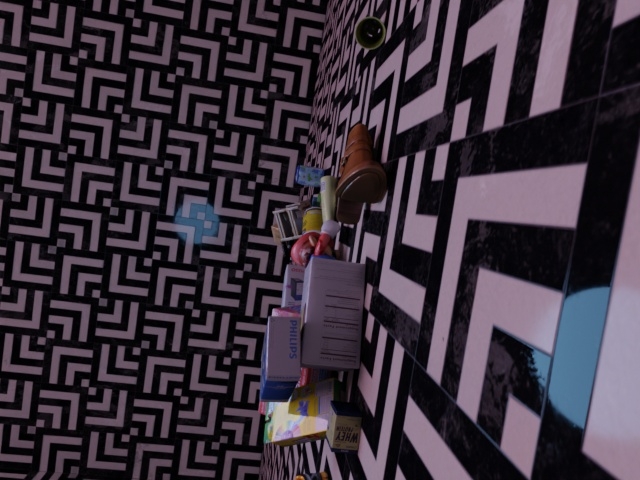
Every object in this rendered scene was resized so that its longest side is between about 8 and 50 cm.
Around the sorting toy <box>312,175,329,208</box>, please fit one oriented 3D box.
[{"bbox_3d":[-0.022,-0.116,2.149,0.196,0.047,0.348,-82,5,-49],"label":"sorting toy"}]

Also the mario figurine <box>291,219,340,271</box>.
[{"bbox_3d":[0.030,0.072,1.480,0.198,0.170,0.320,-43,30,11],"label":"mario figurine"}]

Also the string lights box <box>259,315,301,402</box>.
[{"bbox_3d":[-0.095,0.284,1.163,0.260,0.076,0.133,107,164,-59],"label":"string lights box"}]

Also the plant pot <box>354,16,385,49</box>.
[{"bbox_3d":[0.140,-0.577,1.368,0.079,0.083,0.083,-71,-5,-57],"label":"plant pot"}]

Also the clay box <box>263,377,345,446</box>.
[{"bbox_3d":[-0.042,0.430,1.233,0.222,0.053,0.128,-25,45,31],"label":"clay box"}]

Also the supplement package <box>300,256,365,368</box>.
[{"bbox_3d":[0.023,0.180,1.187,0.139,0.133,0.244,117,160,-70],"label":"supplement package"}]

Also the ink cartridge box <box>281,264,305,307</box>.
[{"bbox_3d":[-0.049,0.196,1.655,0.093,0.154,0.213,107,169,-51],"label":"ink cartridge box"}]

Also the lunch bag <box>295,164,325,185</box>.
[{"bbox_3d":[-0.051,-0.296,2.316,0.151,0.128,0.096,157,122,-84],"label":"lunch bag"}]

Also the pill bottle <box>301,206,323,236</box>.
[{"bbox_3d":[-0.019,-0.029,1.871,0.103,0.103,0.184,106,169,-49],"label":"pill bottle"}]

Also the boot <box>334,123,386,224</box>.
[{"bbox_3d":[0.101,-0.184,1.186,0.283,0.109,0.220,97,-177,-71],"label":"boot"}]

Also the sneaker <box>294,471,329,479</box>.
[{"bbox_3d":[-0.017,0.642,1.199,0.215,0.083,0.084,-131,51,-79],"label":"sneaker"}]

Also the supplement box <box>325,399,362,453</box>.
[{"bbox_3d":[0.048,0.395,1.055,0.083,0.056,0.083,167,111,-82],"label":"supplement box"}]

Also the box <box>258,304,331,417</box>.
[{"bbox_3d":[-0.057,0.343,1.397,0.154,0.142,0.300,4,-85,-61],"label":"box"}]

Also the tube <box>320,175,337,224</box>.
[{"bbox_3d":[0.031,-0.112,1.790,0.070,0.062,0.240,25,-120,-52],"label":"tube"}]

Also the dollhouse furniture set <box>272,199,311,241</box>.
[{"bbox_3d":[-0.080,-0.089,2.044,0.183,0.128,0.129,-29,-73,-58],"label":"dollhouse furniture set"}]

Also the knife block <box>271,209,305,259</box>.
[{"bbox_3d":[-0.080,-0.027,2.154,0.275,0.242,0.088,-38,-46,-37],"label":"knife block"}]
